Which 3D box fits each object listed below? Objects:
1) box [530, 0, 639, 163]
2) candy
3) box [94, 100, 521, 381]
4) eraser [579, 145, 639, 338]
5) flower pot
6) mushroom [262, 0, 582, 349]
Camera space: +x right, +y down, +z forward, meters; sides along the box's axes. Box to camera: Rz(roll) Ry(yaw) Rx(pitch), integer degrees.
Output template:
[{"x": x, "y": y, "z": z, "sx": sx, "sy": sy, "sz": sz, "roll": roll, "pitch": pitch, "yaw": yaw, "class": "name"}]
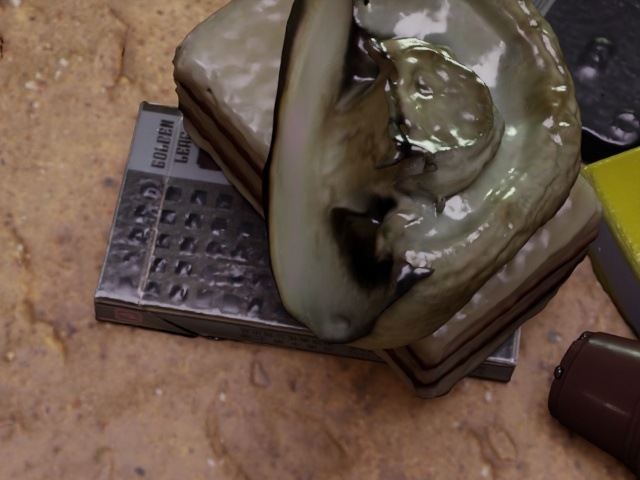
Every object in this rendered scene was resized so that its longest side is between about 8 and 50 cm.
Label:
[{"x": 0.155, "y": -0.220, "z": 1.347, "sx": 0.350, "sy": 0.058, "sz": 0.211, "roll": 30, "pitch": 66, "yaw": 12, "class": "box"}, {"x": 0.044, "y": -0.062, "z": 1.173, "sx": 0.179, "sy": 0.135, "sz": 0.321, "roll": -36, "pitch": 71, "yaw": -15, "class": "candy"}, {"x": 0.000, "y": -0.001, "z": 1.241, "sx": 0.324, "sy": 0.047, "sz": 0.180, "roll": 9, "pitch": 65, "yaw": 3, "class": "box"}, {"x": 0.323, "y": -0.013, "z": 1.245, "sx": 0.226, "sy": 0.069, "sz": 0.158, "roll": -19, "pitch": 65, "yaw": -11, "class": "eraser"}, {"x": 0.223, "y": 0.114, "z": 1.172, "sx": 0.089, "sy": 0.111, "sz": 0.111, "roll": 23, "pitch": 65, "yaw": 26, "class": "flower pot"}, {"x": 0.067, "y": -0.057, "z": 1.011, "sx": 0.164, "sy": 0.189, "sz": 0.267, "roll": 3, "pitch": 55, "yaw": -24, "class": "mushroom"}]
